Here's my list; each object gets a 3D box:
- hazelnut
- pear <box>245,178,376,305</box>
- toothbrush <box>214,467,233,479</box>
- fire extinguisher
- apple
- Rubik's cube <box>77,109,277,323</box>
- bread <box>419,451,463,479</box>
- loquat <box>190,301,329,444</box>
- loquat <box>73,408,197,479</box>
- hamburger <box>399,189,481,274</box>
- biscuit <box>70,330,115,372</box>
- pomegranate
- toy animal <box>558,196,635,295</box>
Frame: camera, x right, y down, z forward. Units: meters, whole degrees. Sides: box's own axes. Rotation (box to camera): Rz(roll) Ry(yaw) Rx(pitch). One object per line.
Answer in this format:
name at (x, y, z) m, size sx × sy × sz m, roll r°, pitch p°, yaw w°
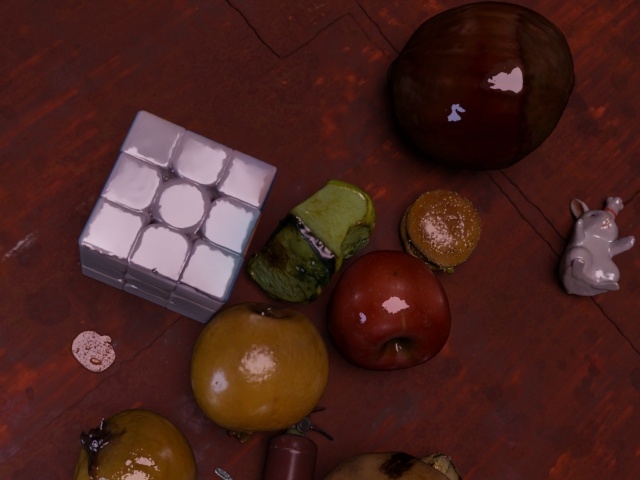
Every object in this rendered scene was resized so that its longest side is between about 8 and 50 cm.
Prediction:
hazelnut at (0.353, -0.348, 1.869) m, size 0.421 × 0.353 × 0.420 m, roll -9°, pitch 60°, yaw 16°
pear at (0.000, 0.000, 1.766) m, size 0.164 × 0.238 × 0.255 m, roll 44°, pitch 46°, yaw 4°
toothbrush at (-0.123, 0.524, 1.694) m, size 0.219 × 0.019 × 0.016 m, roll 37°, pitch 63°, yaw -3°
fire extinguisher at (-0.049, 0.486, 1.676) m, size 0.147 × 0.106 × 0.337 m, roll 28°, pitch 60°, yaw -33°
apple at (0.144, 0.145, 1.730) m, size 0.260 × 0.260 × 0.216 m, roll 6°, pitch 48°, yaw -12°
Rubik's cube at (-0.282, -0.034, 1.648) m, size 0.291 × 0.291 × 0.290 m, roll 23°, pitch 73°, yaw -7°
bread at (0.226, 0.511, 1.709) m, size 0.169 × 0.160 × 0.140 m, roll -17°, pitch 81°, yaw -17°
loquat at (-0.127, 0.256, 1.628) m, size 0.275 × 0.275 × 0.274 m, roll 3°, pitch 76°, yaw -13°
loquat at (-0.349, 0.429, 1.549) m, size 0.244 × 0.244 × 0.244 m, roll 3°, pitch 76°, yaw -13°
hamburger at (0.277, -0.029, 1.881) m, size 0.191 × 0.118 × 0.182 m, roll -36°, pitch 90°, yaw -23°
biscuit at (-0.455, 0.221, 1.689) m, size 0.078 × 0.015 × 0.091 m, roll -43°, pitch 90°, yaw -21°
pomegranate at (0.133, 0.552, 1.575) m, size 0.322 × 0.322 × 0.322 m, roll 3°, pitch 76°, yaw -13°
toy animal at (0.642, -0.010, 1.953) m, size 0.140 × 0.138 × 0.282 m, roll 24°, pitch 71°, yaw -3°
